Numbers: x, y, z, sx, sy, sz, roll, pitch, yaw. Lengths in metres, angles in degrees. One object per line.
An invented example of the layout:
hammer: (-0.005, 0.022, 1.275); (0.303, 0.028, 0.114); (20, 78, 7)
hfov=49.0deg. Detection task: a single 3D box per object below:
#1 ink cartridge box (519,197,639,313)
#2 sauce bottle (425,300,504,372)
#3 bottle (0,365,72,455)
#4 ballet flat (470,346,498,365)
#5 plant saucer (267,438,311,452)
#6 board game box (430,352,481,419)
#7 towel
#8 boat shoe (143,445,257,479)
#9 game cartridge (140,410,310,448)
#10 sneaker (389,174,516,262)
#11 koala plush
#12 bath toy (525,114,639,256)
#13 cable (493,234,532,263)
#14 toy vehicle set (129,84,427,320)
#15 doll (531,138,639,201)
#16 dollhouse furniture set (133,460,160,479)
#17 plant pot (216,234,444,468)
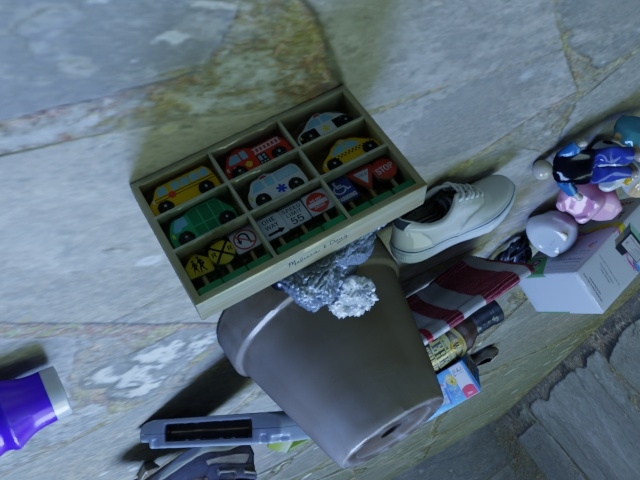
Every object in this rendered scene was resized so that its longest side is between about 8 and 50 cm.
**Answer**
ink cartridge box: (0.603, 0.033, 1.556); (0.278, 0.117, 0.201); (-40, -169, -21)
sauce bottle: (0.293, 0.251, 1.720); (0.344, 0.111, 0.111); (-32, 154, -11)
bottle: (-0.443, 0.237, 0.829); (0.282, 0.092, 0.118); (-23, 152, -24)
ballet flat: (0.501, 0.405, 2.284); (0.250, 0.058, 0.084); (-12, 146, -40)
plant saucer: (-0.028, 0.463, 1.764); (0.188, 0.045, 0.188); (-19, 149, -31)
board game box: (0.262, 0.403, 1.828); (0.308, 0.086, 0.302); (-32, 172, 8)
towel: (0.226, 0.125, 1.365); (0.329, 0.037, 0.237); (-31, -171, -11)
boat shoe: (-0.227, 0.478, 1.393); (0.132, 0.130, 0.355); (-40, 165, 23)
game cartridge: (-0.144, 0.334, 1.251); (0.297, 0.062, 0.198); (-11, 169, 27)
sneaker: (0.224, -0.053, 1.142); (0.258, 0.094, 0.091); (-30, 141, -24)
koala plush: (0.000, 0.000, 0.860); (0.203, 0.196, 0.221); (-37, 152, -19)
bath toy: (0.564, -0.101, 1.433); (0.129, 0.151, 0.348); (-49, 174, -46)
cable: (0.421, 0.053, 1.619); (0.150, 0.047, 0.184); (-30, 157, 0)
toy vehicle set: (-0.044, -0.049, 0.737); (0.267, 0.166, 0.035); (-28, 152, -15)
doll: (0.483, -0.130, 1.285); (0.189, 0.046, 0.129); (-3, 124, 1)
dollhouse furniture set: (-0.359, 0.507, 1.401); (0.091, 0.081, 0.114); (-11, 145, -40)
plant pot: (0.038, 0.190, 1.116); (0.323, 0.280, 0.323); (-27, 154, -15)
